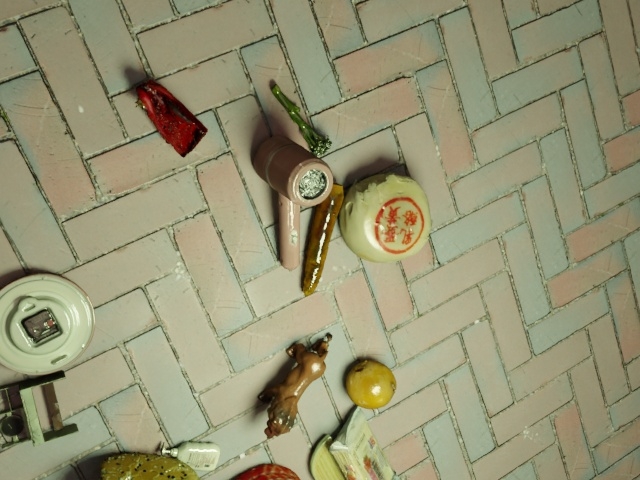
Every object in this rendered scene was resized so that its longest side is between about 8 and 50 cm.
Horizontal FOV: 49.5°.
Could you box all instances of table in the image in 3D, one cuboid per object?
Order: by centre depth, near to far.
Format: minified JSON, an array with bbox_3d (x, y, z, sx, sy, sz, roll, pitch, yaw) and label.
[{"bbox_3d":[-0.677,0.404,1.634,0.175,0.062,0.146,-14,105,-23],"label":"table"}]

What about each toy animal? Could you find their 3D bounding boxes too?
[{"bbox_3d":[-0.059,0.381,1.836,0.097,0.157,0.312,37,86,-25],"label":"toy animal"}]

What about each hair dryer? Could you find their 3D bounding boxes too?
[{"bbox_3d":[-0.065,-0.067,1.741,0.126,0.210,0.352,-14,120,-25],"label":"hair dryer"}]

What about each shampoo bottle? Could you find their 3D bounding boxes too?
[{"bbox_3d":[-0.344,0.559,1.809,0.152,0.045,0.077,14,96,-26],"label":"shampoo bottle"}]

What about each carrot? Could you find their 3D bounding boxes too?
[{"bbox_3d":[0.000,0.000,1.846,0.066,0.066,0.314,10,99,-24],"label":"carrot"}]

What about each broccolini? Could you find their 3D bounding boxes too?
[{"bbox_3d":[-0.054,-0.303,1.766,0.216,0.067,0.058,49,41,-22],"label":"broccolini"}]

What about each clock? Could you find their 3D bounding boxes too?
[{"bbox_3d":[-0.649,0.195,1.609,0.245,0.056,0.244,-4,100,-22],"label":"clock"}]

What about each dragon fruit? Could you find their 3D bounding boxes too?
[{"bbox_3d":[-0.357,-0.284,1.615,0.092,0.122,0.192,-42,115,5],"label":"dragon fruit"}]

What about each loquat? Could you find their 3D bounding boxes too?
[{"bbox_3d":[0.142,0.401,1.937,0.141,0.141,0.141,-4,101,-22],"label":"loquat"}]

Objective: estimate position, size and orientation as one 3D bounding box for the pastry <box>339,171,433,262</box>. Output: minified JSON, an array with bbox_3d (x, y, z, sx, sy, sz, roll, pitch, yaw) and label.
[{"bbox_3d":[0.177,-0.060,1.870,0.265,0.133,0.264,-2,96,-22],"label":"pastry"}]

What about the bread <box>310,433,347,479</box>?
[{"bbox_3d":[0.026,0.648,1.986,0.112,0.036,0.193,-39,116,-11],"label":"bread"}]

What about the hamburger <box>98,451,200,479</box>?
[{"bbox_3d":[-0.432,0.625,1.714,0.288,0.192,0.167,7,110,-24],"label":"hamburger"}]

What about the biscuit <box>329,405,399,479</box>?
[{"bbox_3d":[0.127,0.635,1.981,0.186,0.079,0.309,-45,115,-47],"label":"biscuit"}]

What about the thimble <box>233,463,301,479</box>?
[{"bbox_3d":[-0.135,0.798,1.841,0.351,0.231,0.349,-5,103,-21],"label":"thimble"}]
